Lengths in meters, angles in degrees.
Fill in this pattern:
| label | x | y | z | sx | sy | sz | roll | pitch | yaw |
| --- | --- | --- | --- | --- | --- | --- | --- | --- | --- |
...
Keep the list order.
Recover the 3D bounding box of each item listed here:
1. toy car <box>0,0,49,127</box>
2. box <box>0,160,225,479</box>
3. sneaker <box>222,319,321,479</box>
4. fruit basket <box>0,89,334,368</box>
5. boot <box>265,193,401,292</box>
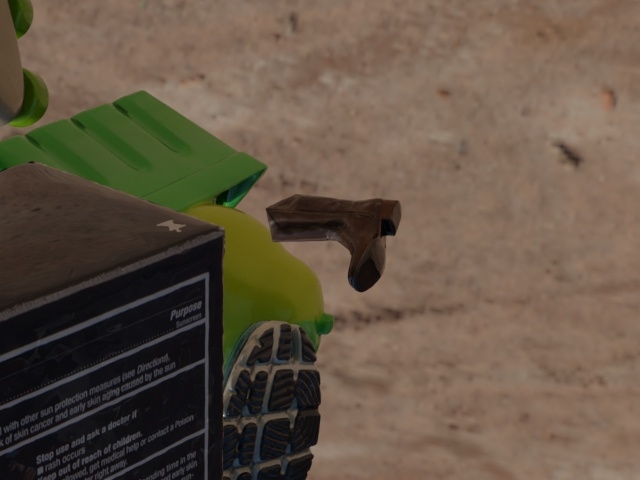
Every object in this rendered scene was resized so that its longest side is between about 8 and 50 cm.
| label | x | y | z | sx | sy | sz | roll | pitch | yaw |
| --- | --- | --- | --- | --- | --- | --- | --- | --- | --- |
| toy car | -0.348 | -0.151 | 1.350 | 0.188 | 0.148 | 0.155 | -12 | 174 | 12 |
| box | -0.212 | 0.141 | 0.899 | 0.183 | 0.294 | 0.296 | 20 | -152 | 37 |
| sneaker | -0.085 | 0.186 | 1.297 | 0.107 | 0.275 | 0.110 | 9 | -165 | -45 |
| fruit basket | -0.177 | 0.038 | 1.694 | 0.392 | 0.392 | 0.283 | 27 | 125 | -27 |
| boot | 0.000 | 0.000 | 1.347 | 0.114 | 0.106 | 0.037 | 5 | 131 | 22 |
